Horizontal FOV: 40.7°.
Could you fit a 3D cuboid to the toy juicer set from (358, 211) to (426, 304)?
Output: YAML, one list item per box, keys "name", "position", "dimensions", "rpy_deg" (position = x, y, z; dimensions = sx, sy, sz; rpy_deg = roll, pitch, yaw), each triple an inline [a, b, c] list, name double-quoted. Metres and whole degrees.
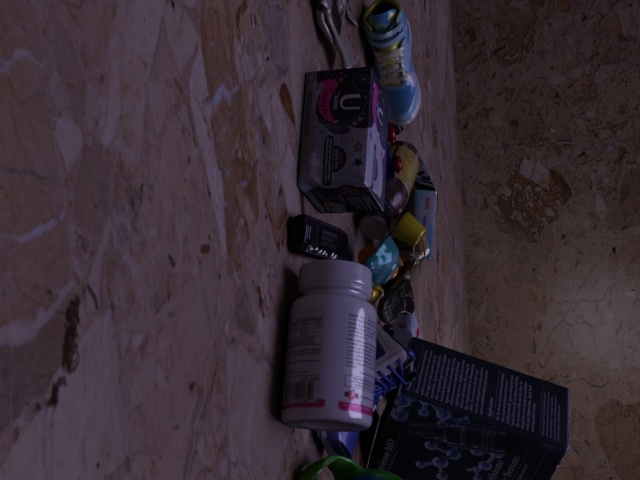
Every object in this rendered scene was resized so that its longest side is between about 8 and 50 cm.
- name: "toy juicer set"
  position: [0.110, 0.075, 1.947]
  dimensions: [0.329, 0.089, 0.209]
  rpy_deg: [-43, 166, -50]

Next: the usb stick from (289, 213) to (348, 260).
- name: "usb stick"
  position: [0.000, 0.000, 1.688]
  dimensions: [0.278, 0.045, 0.077]
  rpy_deg: [19, 77, -72]

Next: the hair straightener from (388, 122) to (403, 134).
- name: "hair straightener"
  position: [0.186, -0.395, 2.334]
  dimensions: [0.089, 0.047, 0.230]
  rpy_deg: [-51, 136, -65]

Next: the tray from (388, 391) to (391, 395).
- name: "tray"
  position: [0.189, 0.342, 2.291]
  dimensions: [0.270, 0.030, 0.145]
  rpy_deg: [66, 27, -51]

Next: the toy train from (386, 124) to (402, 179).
- name: "toy train"
  position: [0.123, -0.275, 2.047]
  dimensions: [0.143, 0.105, 0.248]
  rpy_deg: [-88, 166, -51]

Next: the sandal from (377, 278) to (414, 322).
- name: "sandal"
  position: [0.174, 0.149, 2.082]
  dimensions: [0.219, 0.060, 0.090]
  rpy_deg: [-26, 110, -61]

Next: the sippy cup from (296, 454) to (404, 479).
- name: "sippy cup"
  position: [0.063, 0.562, 1.558]
  dimensions: [0.224, 0.306, 0.240]
  rpy_deg: [-19, 134, -61]

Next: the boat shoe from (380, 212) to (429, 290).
- name: "boat shoe"
  position: [0.203, 0.040, 2.158]
  dimensions: [0.089, 0.104, 0.285]
  rpy_deg: [-35, 152, -20]

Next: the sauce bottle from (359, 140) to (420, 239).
- name: "sauce bottle"
  position: [0.167, -0.125, 2.144]
  dimensions: [0.344, 0.111, 0.111]
  rpy_deg: [-62, 146, -51]

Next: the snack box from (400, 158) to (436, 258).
- name: "snack box"
  position: [0.263, -0.094, 2.352]
  dimensions: [0.322, 0.060, 0.187]
  rpy_deg: [-90, -177, -69]

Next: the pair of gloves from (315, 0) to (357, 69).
- name: "pair of gloves"
  position: [0.034, -0.508, 1.864]
  dimensions: [0.204, 0.042, 0.240]
  rpy_deg: [61, 30, -50]

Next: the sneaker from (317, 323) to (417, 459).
- name: "sneaker"
  position: [0.100, 0.282, 1.747]
  dimensions: [0.127, 0.182, 0.315]
  rpy_deg: [67, 27, -46]

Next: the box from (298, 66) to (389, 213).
- name: "box"
  position: [0.052, -0.196, 1.711]
  dimensions: [0.163, 0.142, 0.247]
  rpy_deg: [48, 42, -65]

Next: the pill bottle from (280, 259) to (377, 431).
- name: "pill bottle"
  position: [0.019, 0.187, 1.530]
  dimensions: [0.160, 0.160, 0.283]
  rpy_deg: [51, 41, -63]

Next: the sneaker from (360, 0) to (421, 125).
- name: "sneaker"
  position: [0.171, -0.462, 2.173]
  dimensions: [0.208, 0.127, 0.318]
  rpy_deg: [41, 40, -70]

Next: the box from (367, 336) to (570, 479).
- name: "box"
  position: [0.346, 0.451, 2.033]
  dimensions: [0.212, 0.396, 0.293]
  rpy_deg: [-65, 171, -54]

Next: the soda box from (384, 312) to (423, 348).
- name: "soda box"
  position: [0.222, 0.265, 2.230]
  dimensions: [0.216, 0.074, 0.069]
  rpy_deg: [68, 25, -47]
